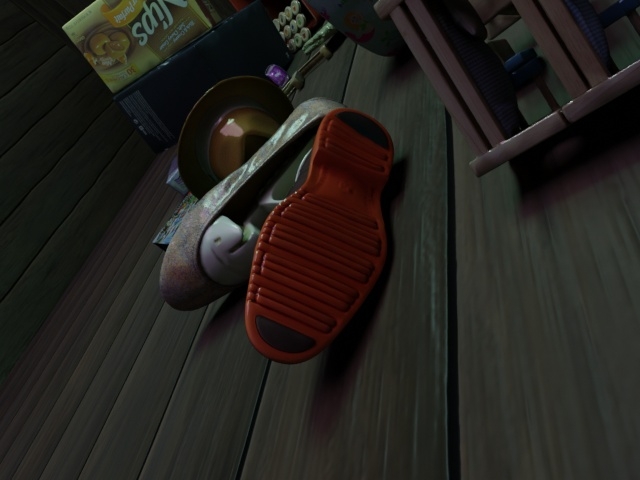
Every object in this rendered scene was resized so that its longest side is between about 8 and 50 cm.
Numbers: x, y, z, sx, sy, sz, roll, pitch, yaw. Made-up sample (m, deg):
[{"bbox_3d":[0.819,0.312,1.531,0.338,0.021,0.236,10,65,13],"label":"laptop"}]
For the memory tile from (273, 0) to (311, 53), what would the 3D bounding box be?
[{"bbox_3d":[-0.079,-0.567,1.475,0.012,0.113,0.148,-23,6,-29],"label":"memory tile"}]

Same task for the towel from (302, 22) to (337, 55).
[{"bbox_3d":[0.017,-0.441,1.150,0.110,0.027,0.148,-43,16,-9],"label":"towel"}]

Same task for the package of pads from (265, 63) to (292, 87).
[{"bbox_3d":[-0.089,-0.361,1.209,0.032,0.050,0.083,-51,3,14],"label":"package of pads"}]

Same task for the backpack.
[{"bbox_3d":[0.074,-0.377,0.712,0.191,0.225,0.254,-34,31,48],"label":"backpack"}]

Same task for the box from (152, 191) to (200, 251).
[{"bbox_3d":[-0.238,-0.046,1.047,0.159,0.044,0.233,-58,23,-15],"label":"box"}]

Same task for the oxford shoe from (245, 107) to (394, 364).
[{"bbox_3d":[0.000,0.000,0.473,0.098,0.096,0.271,-58,6,47],"label":"oxford shoe"}]

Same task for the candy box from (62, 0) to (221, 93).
[{"bbox_3d":[-0.415,-0.506,1.277,0.316,0.183,0.088,-25,27,20],"label":"candy box"}]

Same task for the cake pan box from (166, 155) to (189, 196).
[{"bbox_3d":[-0.321,-0.262,1.519,0.246,0.070,0.267,-50,22,8],"label":"cake pan box"}]

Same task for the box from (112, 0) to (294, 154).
[{"bbox_3d":[-0.290,-0.421,1.407,0.312,0.179,0.343,-15,31,34],"label":"box"}]

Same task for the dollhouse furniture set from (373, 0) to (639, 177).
[{"bbox_3d":[0.157,-0.150,0.373,0.129,0.129,0.183,-31,0,40],"label":"dollhouse furniture set"}]

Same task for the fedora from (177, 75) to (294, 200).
[{"bbox_3d":[-0.086,-0.109,0.703,0.194,0.194,0.079,-52,50,0],"label":"fedora"}]

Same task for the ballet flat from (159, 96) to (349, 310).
[{"bbox_3d":[-0.068,-0.036,0.624,0.316,0.107,0.106,-53,32,-1],"label":"ballet flat"}]

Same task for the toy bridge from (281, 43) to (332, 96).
[{"bbox_3d":[-0.048,-0.335,1.148,0.188,0.026,0.063,-42,21,24],"label":"toy bridge"}]

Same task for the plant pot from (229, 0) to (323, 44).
[{"bbox_3d":[-0.082,-0.731,1.559,0.236,0.267,0.267,-48,18,-26],"label":"plant pot"}]
